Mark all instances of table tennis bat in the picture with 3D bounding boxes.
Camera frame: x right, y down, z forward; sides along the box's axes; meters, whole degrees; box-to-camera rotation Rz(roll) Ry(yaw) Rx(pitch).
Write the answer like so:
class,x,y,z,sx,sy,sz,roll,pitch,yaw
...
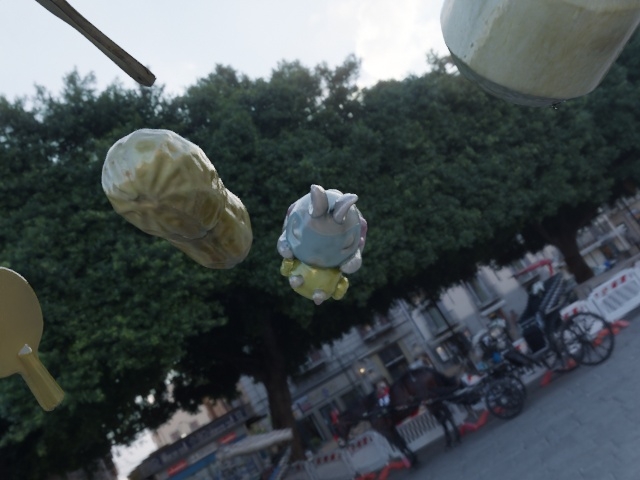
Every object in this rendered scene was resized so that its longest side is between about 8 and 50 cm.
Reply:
class,x,y,z,sx,sy,sz,roll,pitch,yaw
table tennis bat,-0.581,0.198,1.207,0.050,0.321,0.198,-9,30,18

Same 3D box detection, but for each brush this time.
class,x,y,z,sx,sy,sz,roll,pitch,yaw
brush,-0.394,-0.376,1.024,0.065,0.327,0.070,-57,26,-15

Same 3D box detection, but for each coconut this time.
class,x,y,z,sx,sy,sz,roll,pitch,yaw
coconut,0.338,-0.370,0.950,0.323,0.323,0.323,-29,-13,-7

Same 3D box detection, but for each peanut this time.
class,x,y,z,sx,sy,sz,roll,pitch,yaw
peanut,-0.189,-0.048,0.892,0.147,0.147,0.305,-31,-22,1

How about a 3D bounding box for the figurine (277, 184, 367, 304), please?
class,x,y,z,sx,sy,sz,roll,pitch,yaw
figurine,0.000,0.000,0.851,0.155,0.127,0.235,-63,-1,0
